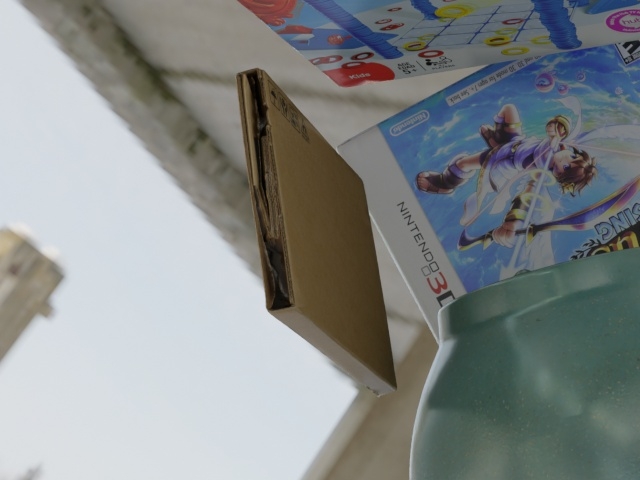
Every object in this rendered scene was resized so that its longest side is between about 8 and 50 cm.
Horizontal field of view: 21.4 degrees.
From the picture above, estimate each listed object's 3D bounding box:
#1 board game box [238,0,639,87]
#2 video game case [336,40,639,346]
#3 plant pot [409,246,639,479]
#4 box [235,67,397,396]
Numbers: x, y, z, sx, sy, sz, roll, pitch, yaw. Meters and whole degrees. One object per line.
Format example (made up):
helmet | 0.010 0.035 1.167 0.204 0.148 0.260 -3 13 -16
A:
board game box | 0.086 -0.220 1.186 0.308 0.086 0.302 -7 -19 26
video game case | 0.186 -0.030 1.370 0.244 0.269 0.061 62 1 3
plant pot | 0.186 0.117 1.149 0.293 0.293 0.196 134 -57 -71
box | 0.000 0.000 1.106 0.021 0.164 0.201 -15 -24 15
